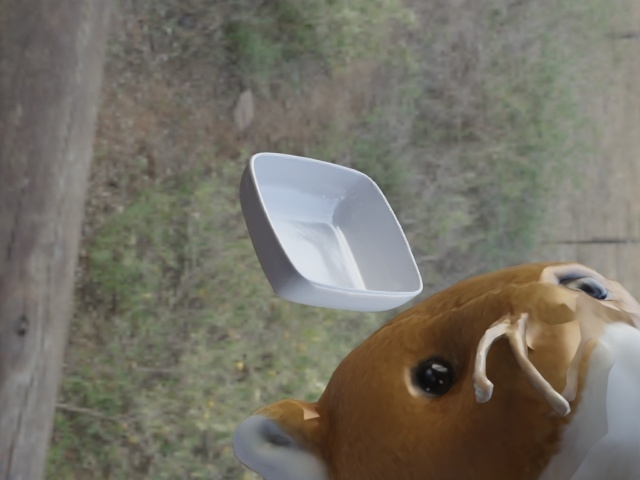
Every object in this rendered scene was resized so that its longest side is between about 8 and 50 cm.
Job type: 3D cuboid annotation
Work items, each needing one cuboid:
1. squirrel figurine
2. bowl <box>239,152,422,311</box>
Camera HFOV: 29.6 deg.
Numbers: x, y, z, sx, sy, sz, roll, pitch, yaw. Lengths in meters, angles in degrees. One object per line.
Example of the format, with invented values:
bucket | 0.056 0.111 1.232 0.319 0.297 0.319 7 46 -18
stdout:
squirrel figurine | 0.089 0.216 0.481 0.281 0.370 0.397 -6 135 -28
bowl | 0.000 0.000 0.979 0.142 0.053 0.142 9 46 -38
